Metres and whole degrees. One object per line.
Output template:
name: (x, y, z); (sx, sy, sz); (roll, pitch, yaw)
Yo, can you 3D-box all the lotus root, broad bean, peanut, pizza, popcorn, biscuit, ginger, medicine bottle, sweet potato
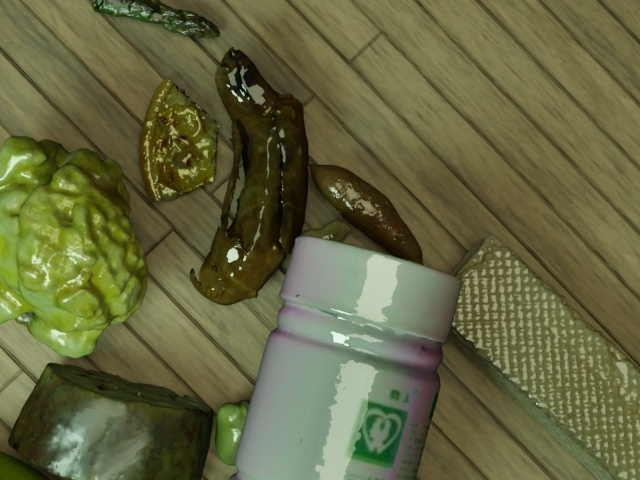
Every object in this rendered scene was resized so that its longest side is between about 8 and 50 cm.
lotus root: (-0.240, 0.228, 1.370); (0.235, 0.138, 0.118); (17, 92, -11)
broad bean: (-0.106, 0.231, 1.410); (0.045, 0.063, 0.083); (1, 111, -28)
peanut: (0.000, 0.000, 1.466); (0.083, 0.037, 0.037); (-20, 87, -14)
pizza: (-0.176, -0.122, 1.455); (0.099, 0.036, 0.160); (6, 83, -7)
popcorn: (-0.303, -0.002, 1.329); (0.195, 0.254, 0.256); (-28, 43, -36)
biscuit: (0.325, 0.180, 1.467); (0.426, 0.078, 0.144); (44, 79, -2)
ginger: (-0.077, -0.071, 1.430); (0.133, 0.107, 0.309); (8, 84, 10)
medicine bottle: (0.028, 0.175, 1.353); (0.212, 0.212, 0.325); (15, 85, -6)
sweet potato: (0.067, -0.032, 1.467); (0.206, 0.068, 0.060); (46, 115, -3)

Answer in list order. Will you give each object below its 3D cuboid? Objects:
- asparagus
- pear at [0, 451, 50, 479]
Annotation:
asparagus: (-0.206, -0.284, 1.472); (0.165, 0.030, 0.036); (16, 58, -4)
pear: (-0.367, 0.387, 1.240); (0.239, 0.318, 0.342); (-16, 88, -4)
